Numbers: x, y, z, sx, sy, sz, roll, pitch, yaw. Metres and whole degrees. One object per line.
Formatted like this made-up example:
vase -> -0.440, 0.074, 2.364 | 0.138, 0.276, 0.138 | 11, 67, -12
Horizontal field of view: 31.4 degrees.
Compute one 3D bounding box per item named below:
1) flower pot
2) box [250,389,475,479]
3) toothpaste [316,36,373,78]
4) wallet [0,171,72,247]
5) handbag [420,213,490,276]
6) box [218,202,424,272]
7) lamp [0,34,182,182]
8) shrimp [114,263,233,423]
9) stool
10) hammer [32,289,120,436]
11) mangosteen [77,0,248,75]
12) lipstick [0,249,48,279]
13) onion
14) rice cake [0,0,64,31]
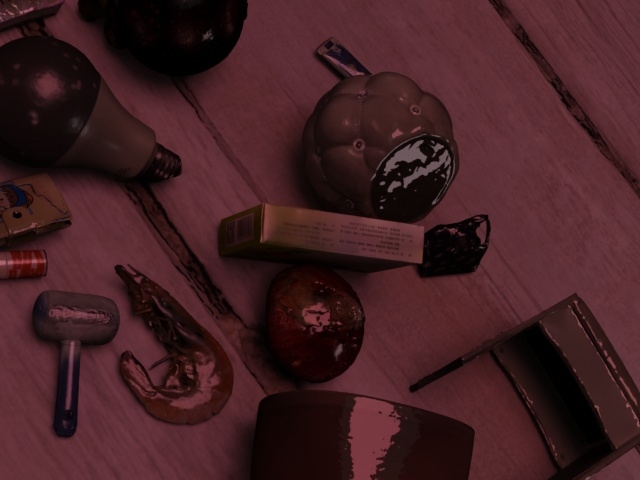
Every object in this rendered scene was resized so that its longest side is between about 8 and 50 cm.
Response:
flower pot -> 0.091, -0.144, 1.771 | 0.246, 0.246, 0.195 | -9, 40, -30
box -> 0.043, 0.335, 1.509 | 0.301, 0.301, 0.216 | 19, 68, -18
toothpaste -> 0.076, -0.269, 1.940 | 0.197, 0.035, 0.057 | 44, 50, 1
wallet -> -0.429, -0.040, 1.557 | 0.155, 0.039, 0.110 | -20, 53, -32
handbag -> 0.226, -0.007, 1.832 | 0.115, 0.139, 0.072 | -3, 61, -27
box -> 0.000, 0.000, 1.687 | 0.260, 0.175, 0.062 | 6, 81, -24
lamp -> -0.355, -0.160, 1.626 | 0.314, 0.181, 0.182 | 43, 48, -45
shrimp -> -0.223, 0.146, 1.588 | 0.143, 0.052, 0.251 | -39, 89, -32
stool -> 0.327, 0.255, 1.744 | 0.269, 0.170, 0.244 | -23, 79, -32
hammer -> -0.332, 0.165, 1.523 | 0.116, 0.069, 0.194 | 8, 72, -24
mangosteen -> -0.243, -0.360, 1.730 | 0.265, 0.228, 0.228 | 0, 63, 9
lipstick -> -0.438, 0.034, 1.538 | 0.130, 0.038, 0.038 | -2, 69, -27
onion -> 0.006, 0.116, 1.660 | 0.184, 0.147, 0.184 | 21, 62, -47
rice cake -> -0.469, -0.328, 1.687 | 0.211, 0.043, 0.034 | -30, 90, -34
